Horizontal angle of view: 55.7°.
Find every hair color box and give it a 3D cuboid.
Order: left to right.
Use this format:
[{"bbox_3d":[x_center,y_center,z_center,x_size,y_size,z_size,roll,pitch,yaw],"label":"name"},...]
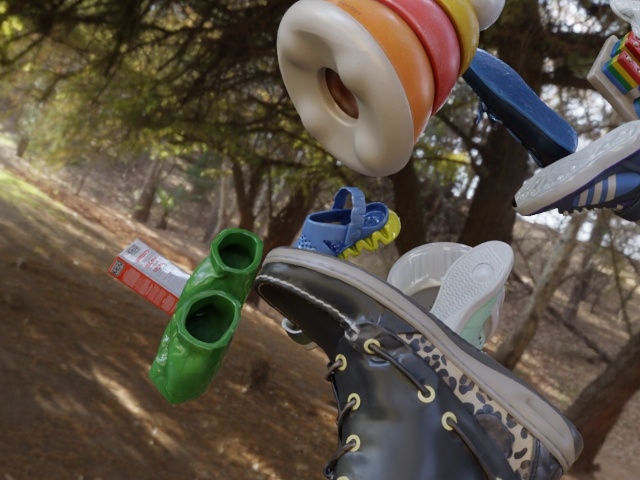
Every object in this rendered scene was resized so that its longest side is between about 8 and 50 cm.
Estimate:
[{"bbox_3d":[-0.270,0.064,1.006,0.141,0.043,0.072,37,26,-5],"label":"hair color box"}]

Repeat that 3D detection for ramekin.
[{"bbox_3d":[0.280,0.147,1.376,0.273,0.273,0.127,25,35,-5],"label":"ramekin"}]

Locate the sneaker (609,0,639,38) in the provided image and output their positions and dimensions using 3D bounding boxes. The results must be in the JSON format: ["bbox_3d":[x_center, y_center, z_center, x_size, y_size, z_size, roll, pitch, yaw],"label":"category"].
[{"bbox_3d":[0.689,-0.496,1.313,0.054,0.061,0.152,-3,52,-29],"label":"sneaker"}]

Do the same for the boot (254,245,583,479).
[{"bbox_3d":[0.030,0.200,0.598,0.377,0.284,0.138,35,-21,10],"label":"boot"}]

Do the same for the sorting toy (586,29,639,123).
[{"bbox_3d":[0.869,-0.429,1.640,0.255,0.257,0.089,45,-39,-6],"label":"sorting toy"}]

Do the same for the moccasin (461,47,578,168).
[{"bbox_3d":[0.425,-0.290,1.384,0.342,0.138,0.117,47,-37,4],"label":"moccasin"}]

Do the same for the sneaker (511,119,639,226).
[{"bbox_3d":[0.613,-0.082,1.306,0.236,0.323,0.130,48,26,-15],"label":"sneaker"}]

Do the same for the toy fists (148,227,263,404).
[{"bbox_3d":[-0.160,0.104,0.854,0.096,0.142,0.279,19,34,-6],"label":"toy fists"}]

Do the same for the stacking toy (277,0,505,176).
[{"bbox_3d":[0.190,-0.378,1.164,0.350,0.480,0.350,46,-19,22],"label":"stacking toy"}]

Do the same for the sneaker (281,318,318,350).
[{"bbox_3d":[0.009,0.135,1.135,0.086,0.192,0.064,38,28,-30],"label":"sneaker"}]

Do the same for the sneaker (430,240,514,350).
[{"bbox_3d":[0.277,0.125,1.111,0.094,0.256,0.151,36,2,39],"label":"sneaker"}]

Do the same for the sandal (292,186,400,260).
[{"bbox_3d":[0.000,0.000,1.195,0.126,0.317,0.138,45,-10,50],"label":"sandal"}]
